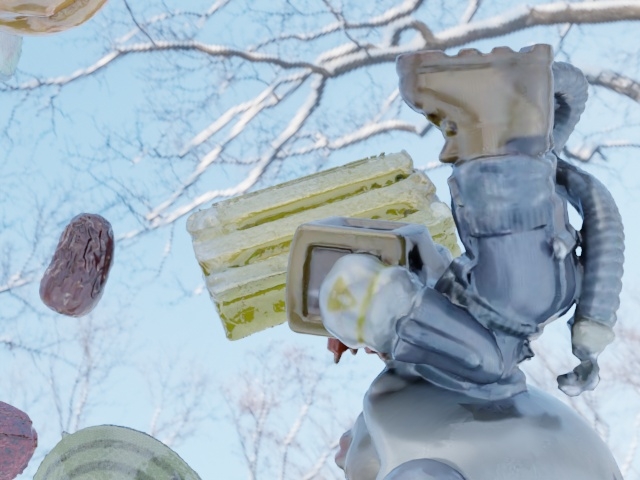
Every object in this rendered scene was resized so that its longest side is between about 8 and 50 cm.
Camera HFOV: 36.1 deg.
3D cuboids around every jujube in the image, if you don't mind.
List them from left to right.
[{"bbox_3d":[-0.289,0.029,1.180,0.077,0.077,0.129,27,-107,-40],"label":"jujube"}]

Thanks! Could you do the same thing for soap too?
[{"bbox_3d":[0.000,0.000,1.240,0.315,0.199,0.091,-19,-55,-9],"label":"soap"}]

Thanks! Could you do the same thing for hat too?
[{"bbox_3d":[-0.235,0.328,1.032,0.252,0.252,0.110,-60,-9,18],"label":"hat"}]

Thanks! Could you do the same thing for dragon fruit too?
[{"bbox_3d":[-0.422,0.253,1.210,0.162,0.083,0.106,5,-65,-4],"label":"dragon fruit"}]

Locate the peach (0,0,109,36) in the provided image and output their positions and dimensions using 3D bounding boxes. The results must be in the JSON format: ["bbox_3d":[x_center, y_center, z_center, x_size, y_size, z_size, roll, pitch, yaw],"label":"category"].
[{"bbox_3d":[-0.251,-0.262,0.829,0.184,0.184,0.184,-15,-52,-20],"label":"peach"}]

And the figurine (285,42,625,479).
[{"bbox_3d":[0.076,0.089,0.552,0.261,0.186,0.382,-12,-80,-64],"label":"figurine"}]

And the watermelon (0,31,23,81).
[{"bbox_3d":[-0.410,-0.278,1.068,0.180,0.224,0.305,-46,-16,-22],"label":"watermelon"}]
